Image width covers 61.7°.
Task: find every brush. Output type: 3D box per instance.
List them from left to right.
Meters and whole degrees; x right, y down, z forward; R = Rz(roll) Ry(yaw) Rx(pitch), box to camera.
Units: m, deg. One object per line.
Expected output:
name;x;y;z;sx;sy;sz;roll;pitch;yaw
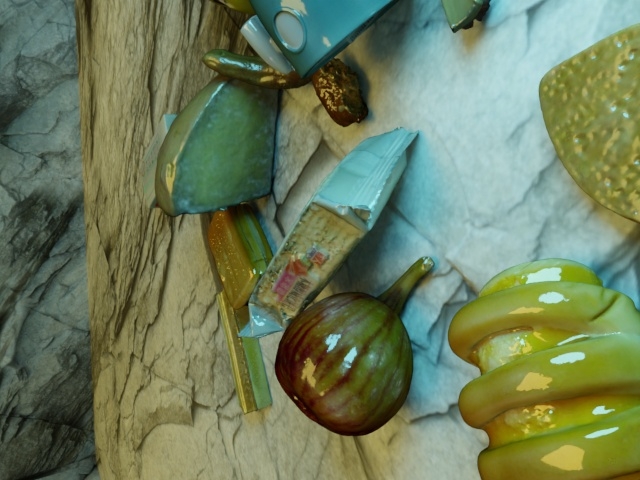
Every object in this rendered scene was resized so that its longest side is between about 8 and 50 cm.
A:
brush;0.121;-0.316;0.539;0.043;0.036;0.248;-38;56;49

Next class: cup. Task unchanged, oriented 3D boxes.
cup;-0.011;-0.288;0.561;0.173;0.167;0.299;50;148;-12

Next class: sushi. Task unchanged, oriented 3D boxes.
sushi;0.026;-0.199;0.691;0.118;0.061;0.060;55;133;8

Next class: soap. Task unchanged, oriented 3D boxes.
soap;-0.155;0.211;1.060;0.092;0.037;0.252;-37;65;55

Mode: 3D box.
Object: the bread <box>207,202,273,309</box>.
bread;-0.143;0.023;0.972;0.200;0.077;0.116;62;144;34

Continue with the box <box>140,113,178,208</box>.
box;-0.360;-0.184;1.284;0.269;0.079;0.135;-33;66;55

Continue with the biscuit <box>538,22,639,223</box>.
biscuit;0.247;-0.079;0.375;0.220;0.029;0.142;31;119;51

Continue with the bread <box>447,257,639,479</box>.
bread;0.195;0.167;0.413;0.173;0.121;0.311;-48;54;51

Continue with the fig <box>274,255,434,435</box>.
fig;0.048;0.123;0.639;0.175;0.207;0.175;33;156;16

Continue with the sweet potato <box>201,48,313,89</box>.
sweet potato;-0.085;-0.251;0.789;0.054;0.182;0.053;-72;-14;-57

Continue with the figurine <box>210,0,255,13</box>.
figurine;-0.119;-0.408;0.737;0.327;0.169;0.218;56;159;26

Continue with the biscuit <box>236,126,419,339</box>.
biscuit;0.002;-0.003;0.663;0.079;0.186;0.309;36;136;2

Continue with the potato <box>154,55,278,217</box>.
potato;-0.195;-0.194;0.913;0.211;0.189;0.264;39;126;49
